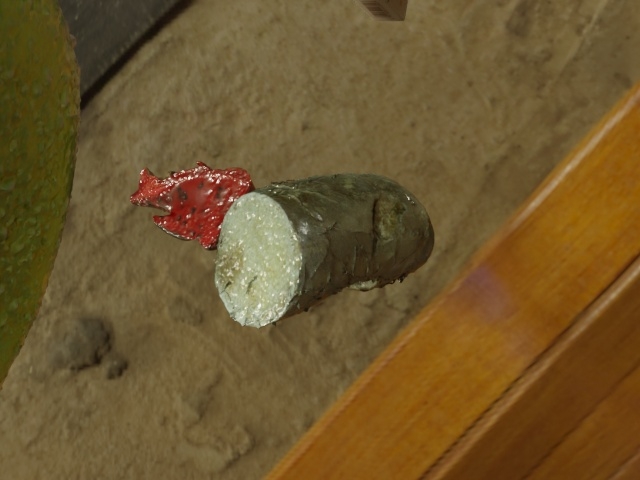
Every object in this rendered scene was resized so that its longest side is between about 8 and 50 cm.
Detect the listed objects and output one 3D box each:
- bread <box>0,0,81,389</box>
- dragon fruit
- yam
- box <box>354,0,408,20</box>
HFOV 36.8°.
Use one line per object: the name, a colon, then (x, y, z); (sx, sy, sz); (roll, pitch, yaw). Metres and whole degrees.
bread: (-0.165, 0.016, 0.350); (0.045, 0.301, 0.301); (22, 108, 8)
dragon fruit: (-0.176, -0.038, 1.336); (0.192, 0.092, 0.122); (10, 71, 22)
yam: (0.000, 0.000, 1.053); (0.254, 0.154, 0.153); (-19, 122, -46)
box: (0.083, -0.467, 1.567); (0.067, 0.233, 0.149); (4, 83, 25)
